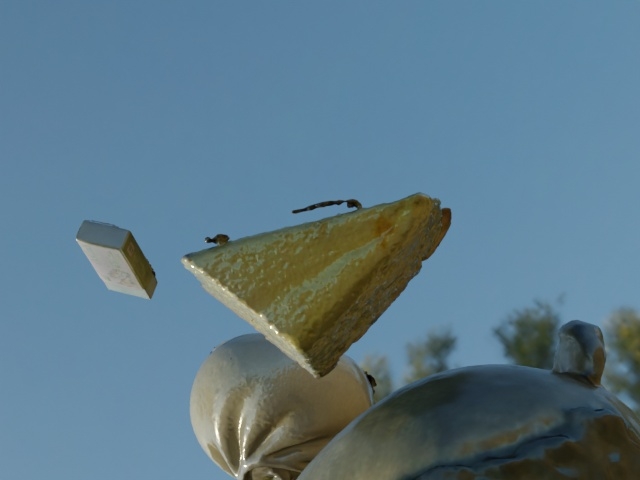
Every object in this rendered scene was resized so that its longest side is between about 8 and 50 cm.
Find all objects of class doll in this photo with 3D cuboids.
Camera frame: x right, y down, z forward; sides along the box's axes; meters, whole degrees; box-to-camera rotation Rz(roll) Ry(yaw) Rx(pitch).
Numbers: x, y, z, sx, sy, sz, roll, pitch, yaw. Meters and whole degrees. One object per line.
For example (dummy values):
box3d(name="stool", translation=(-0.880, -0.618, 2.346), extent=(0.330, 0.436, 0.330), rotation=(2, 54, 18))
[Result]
box3d(name="doll", translation=(0.121, 0.222, 0.614), extent=(0.247, 0.349, 0.247), rotation=(-21, -18, -7))

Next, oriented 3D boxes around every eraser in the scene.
box3d(name="eraser", translation=(-0.144, 0.015, 1.015), extent=(0.083, 0.038, 0.019), rotation=(73, -149, -60))

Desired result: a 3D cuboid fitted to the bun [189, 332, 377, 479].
box3d(name="bun", translation=(-0.037, 0.166, 1.278), extent=(0.173, 0.173, 0.120), rotation=(73, -156, -53))

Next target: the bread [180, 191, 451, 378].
box3d(name="bread", translation=(0.000, 0.000, 0.672), extent=(0.109, 0.080, 0.084), rotation=(-49, -15, -3))
